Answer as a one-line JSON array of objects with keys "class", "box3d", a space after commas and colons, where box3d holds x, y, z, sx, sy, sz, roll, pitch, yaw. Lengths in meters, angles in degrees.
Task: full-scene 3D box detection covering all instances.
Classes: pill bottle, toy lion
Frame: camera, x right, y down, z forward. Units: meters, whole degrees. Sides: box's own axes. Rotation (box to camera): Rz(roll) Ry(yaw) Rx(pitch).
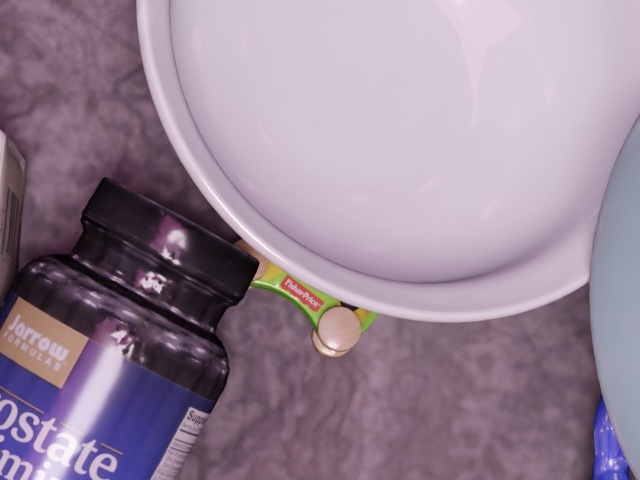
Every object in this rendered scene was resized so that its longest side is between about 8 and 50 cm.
[{"class": "pill bottle", "box3d": [-0.123, 0.085, 0.997, 0.122, 0.123, 0.219, 28, 87, 1]}, {"class": "toy lion", "box3d": [0.000, 0.000, 1.066, 0.100, 0.034, 0.096, 38, 76, 2]}]

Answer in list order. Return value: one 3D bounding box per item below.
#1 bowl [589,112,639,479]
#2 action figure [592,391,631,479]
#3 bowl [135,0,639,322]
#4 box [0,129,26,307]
[{"class": "bowl", "box3d": [0.303, 0.030, 0.948, 0.311, 0.163, 0.312, 1, 88, -27]}, {"class": "action figure", "box3d": [0.162, 0.184, 1.029, 0.091, 0.139, 0.280, 10, 61, 2]}, {"class": "bowl", "box3d": [0.036, -0.097, 1.009, 0.297, 0.134, 0.298, 3, 80, -18]}, {"class": "box", "box3d": [-0.298, -0.018, 1.016, 0.275, 0.113, 0.094, 6, 83, -3]}]
